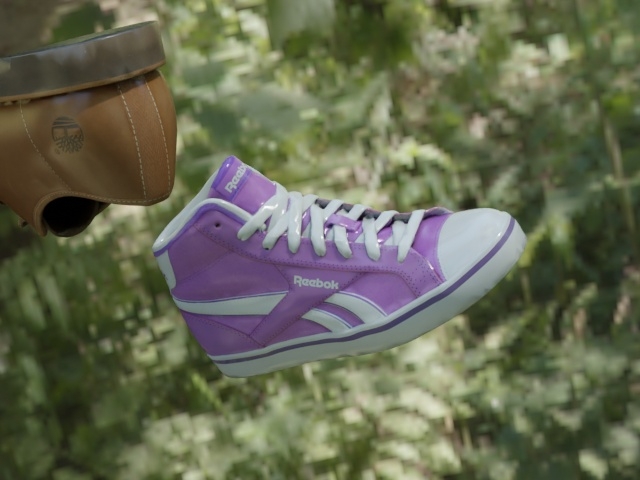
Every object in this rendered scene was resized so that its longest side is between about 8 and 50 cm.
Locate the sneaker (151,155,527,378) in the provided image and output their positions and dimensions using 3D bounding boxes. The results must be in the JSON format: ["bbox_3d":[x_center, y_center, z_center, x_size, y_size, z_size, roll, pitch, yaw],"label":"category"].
[{"bbox_3d":[-0.001,0.001,1.372,0.282,0.161,0.102,-19,24,27],"label":"sneaker"}]

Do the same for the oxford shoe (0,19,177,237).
[{"bbox_3d":[-0.123,-0.037,0.745,0.076,0.076,0.212,-21,12,-29],"label":"oxford shoe"}]
